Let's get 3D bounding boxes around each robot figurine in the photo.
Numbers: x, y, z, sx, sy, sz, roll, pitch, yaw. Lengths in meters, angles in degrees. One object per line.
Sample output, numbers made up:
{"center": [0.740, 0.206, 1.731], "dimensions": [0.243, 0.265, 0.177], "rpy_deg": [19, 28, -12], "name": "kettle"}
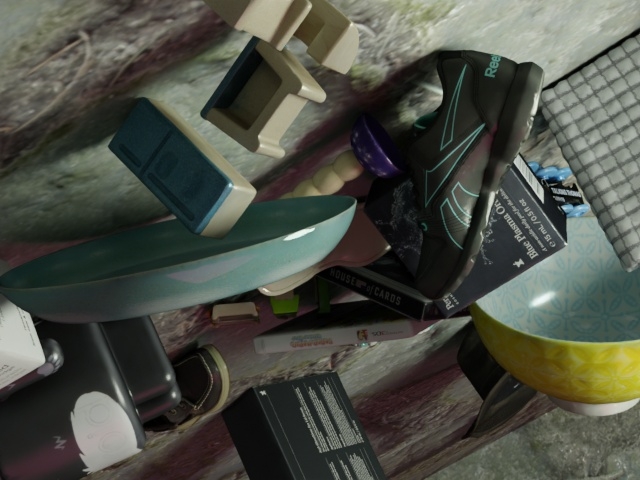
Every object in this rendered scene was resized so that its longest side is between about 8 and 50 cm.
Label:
{"center": [-0.292, 0.172, 1.392], "dimensions": [0.278, 0.173, 0.209], "rpy_deg": [-23, 118, -9], "name": "robot figurine"}

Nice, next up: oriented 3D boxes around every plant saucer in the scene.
{"center": [-0.120, 0.017, 1.157], "dimensions": [0.318, 0.043, 0.317], "rpy_deg": [-12, -171, 2], "name": "plant saucer"}

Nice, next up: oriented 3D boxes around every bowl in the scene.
{"center": [0.313, 0.105, 1.514], "dimensions": [0.290, 0.289, 0.156], "rpy_deg": [-18, 120, -22], "name": "bowl"}

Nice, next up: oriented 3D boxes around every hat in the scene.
{"center": [0.319, 0.184, 2.245], "dimensions": [0.331, 0.134, 0.331], "rpy_deg": [-40, 161, -17], "name": "hat"}

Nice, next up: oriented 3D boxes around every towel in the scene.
{"center": [0.410, -0.117, 1.428], "dimensions": [0.284, 0.235, 0.121], "rpy_deg": [-32, 164, 17], "name": "towel"}

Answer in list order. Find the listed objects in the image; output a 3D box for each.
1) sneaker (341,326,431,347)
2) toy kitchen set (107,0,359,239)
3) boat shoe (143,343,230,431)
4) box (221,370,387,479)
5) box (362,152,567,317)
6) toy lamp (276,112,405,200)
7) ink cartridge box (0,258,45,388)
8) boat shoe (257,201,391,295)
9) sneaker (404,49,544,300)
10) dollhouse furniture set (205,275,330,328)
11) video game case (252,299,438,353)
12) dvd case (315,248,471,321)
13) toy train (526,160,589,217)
{"center": [0.089, 0.118, 1.917], "dimensions": [0.167, 0.065, 0.076], "rpy_deg": [-9, 171, -32], "name": "sneaker"}
{"center": [-0.097, -0.125, 0.999], "dimensions": [0.207, 0.122, 0.166], "rpy_deg": [-53, 153, 13], "name": "toy kitchen set"}
{"center": [-0.186, 0.206, 1.744], "dimensions": [0.073, 0.080, 0.223], "rpy_deg": [-20, 165, -33], "name": "boat shoe"}
{"center": [-0.013, 0.348, 2.054], "dimensions": [0.184, 0.261, 0.103], "rpy_deg": [-4, 151, -47], "name": "box"}
{"center": [0.156, -0.029, 1.416], "dimensions": [0.158, 0.156, 0.093], "rpy_deg": [-33, -167, 21], "name": "box"}
{"center": [-0.046, -0.024, 1.331], "dimensions": [0.275, 0.080, 0.080], "rpy_deg": [-33, 160, 16], "name": "toy lamp"}
{"center": [-0.395, 0.082, 1.099], "dimensions": [0.201, 0.117, 0.278], "rpy_deg": [-30, 160, 11], "name": "ink cartridge box"}
{"center": [0.000, 0.000, 1.507], "dimensions": [0.206, 0.075, 0.065], "rpy_deg": [-23, -156, -25], "name": "boat shoe"}
{"center": [0.130, -0.065, 1.296], "dimensions": [0.101, 0.106, 0.267], "rpy_deg": [-66, 174, -63], "name": "sneaker"}
{"center": [-0.065, 0.068, 1.625], "dimensions": [0.152, 0.058, 0.076], "rpy_deg": [-5, 167, -2], "name": "dollhouse furniture set"}
{"center": [0.055, 0.100, 1.657], "dimensions": [0.206, 0.026, 0.227], "rpy_deg": [-8, -176, 24], "name": "video game case"}
{"center": [0.126, 0.051, 1.625], "dimensions": [0.239, 0.179, 0.029], "rpy_deg": [-3, 110, -50], "name": "dvd case"}
{"center": [0.260, -0.045, 1.663], "dimensions": [0.105, 0.080, 0.184], "rpy_deg": [-31, 161, 32], "name": "toy train"}
